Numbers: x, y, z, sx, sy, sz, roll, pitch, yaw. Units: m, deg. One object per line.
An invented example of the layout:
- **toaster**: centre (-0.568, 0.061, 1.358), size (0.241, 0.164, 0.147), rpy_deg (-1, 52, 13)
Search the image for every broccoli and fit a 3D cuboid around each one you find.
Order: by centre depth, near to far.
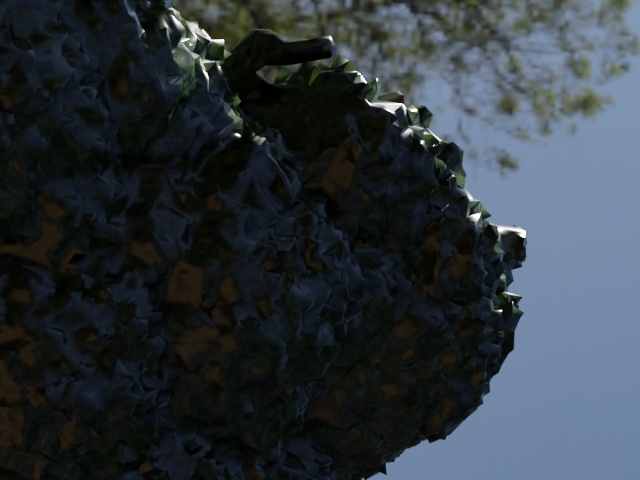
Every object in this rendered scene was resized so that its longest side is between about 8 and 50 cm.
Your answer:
- **broccoli**: centre (-0.104, 0.006, 0.458), size (0.304, 0.321, 0.283), rpy_deg (-26, -133, 11)

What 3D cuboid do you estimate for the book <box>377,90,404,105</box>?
- **book**: centre (0.000, 0.000, 1.528), size (0.020, 0.208, 0.295), rpy_deg (41, -35, 40)
